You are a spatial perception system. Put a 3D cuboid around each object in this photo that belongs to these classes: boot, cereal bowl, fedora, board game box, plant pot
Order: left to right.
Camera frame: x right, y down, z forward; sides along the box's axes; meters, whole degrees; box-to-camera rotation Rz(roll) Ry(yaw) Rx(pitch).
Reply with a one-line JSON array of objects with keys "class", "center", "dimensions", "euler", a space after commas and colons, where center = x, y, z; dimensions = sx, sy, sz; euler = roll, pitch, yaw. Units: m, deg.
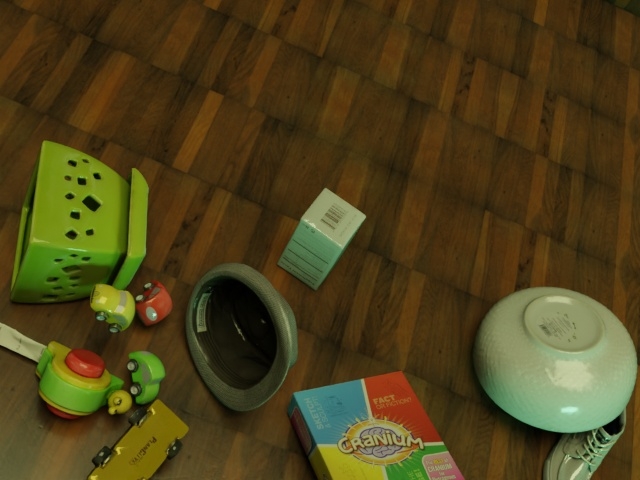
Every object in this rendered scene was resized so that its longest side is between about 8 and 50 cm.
[{"class": "plant pot", "center": [-0.439, -0.017, 1.584], "dimensions": [0.207, 0.227, 0.228], "euler": [10, 56, -23]}, {"class": "fedora", "center": [-0.127, 0.172, 1.609], "dimensions": [0.275, 0.244, 0.124], "euler": [50, 26, 24]}, {"class": "board game box", "center": [0.107, 0.397, 1.568], "dimensions": [0.242, 0.064, 0.316], "euler": [-7, 45, -25]}, {"class": "cereal bowl", "center": [0.489, 0.216, 1.767], "dimensions": [0.339, 0.141, 0.339], "euler": [1, 43, -1]}, {"class": "boot", "center": [0.539, 0.415, 1.740], "dimensions": [0.095, 0.123, 0.258], "euler": [33, 54, 1]}]

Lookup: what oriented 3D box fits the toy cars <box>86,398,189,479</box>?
[{"class": "toy cars", "center": [-0.307, 0.461, 1.415], "dimensions": [0.176, 0.087, 0.394], "euler": [10, 60, -29]}]

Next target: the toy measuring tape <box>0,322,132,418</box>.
[{"class": "toy measuring tape", "center": [-0.478, 0.219, 1.476], "dimensions": [0.330, 0.121, 0.121], "euler": [27, 54, -2]}]

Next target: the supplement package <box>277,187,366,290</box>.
[{"class": "supplement package", "center": [0.000, 0.000, 1.760], "dimensions": [0.105, 0.179, 0.105], "euler": [34, 54, 2]}]

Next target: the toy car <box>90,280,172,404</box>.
[{"class": "toy car", "center": [-0.318, 0.182, 1.553], "dimensions": [0.053, 0.239, 0.225], "euler": [-12, 85, 19]}]
